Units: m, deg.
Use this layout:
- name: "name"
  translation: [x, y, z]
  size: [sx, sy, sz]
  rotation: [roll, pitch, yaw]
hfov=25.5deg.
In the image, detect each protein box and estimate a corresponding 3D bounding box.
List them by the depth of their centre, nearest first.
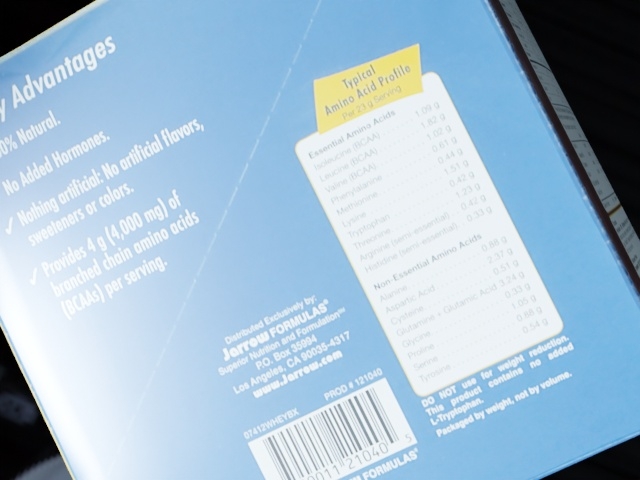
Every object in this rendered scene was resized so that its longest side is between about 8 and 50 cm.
- name: "protein box"
  translation: [0.000, 0.000, 0.513]
  size: [0.199, 0.201, 0.136]
  rotation: [-27, -4, 14]
